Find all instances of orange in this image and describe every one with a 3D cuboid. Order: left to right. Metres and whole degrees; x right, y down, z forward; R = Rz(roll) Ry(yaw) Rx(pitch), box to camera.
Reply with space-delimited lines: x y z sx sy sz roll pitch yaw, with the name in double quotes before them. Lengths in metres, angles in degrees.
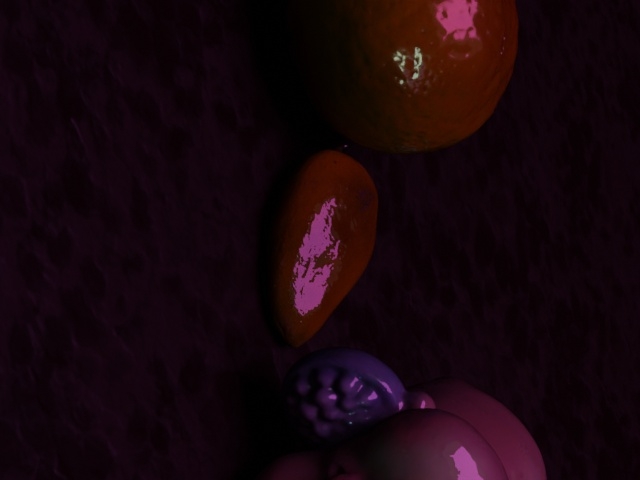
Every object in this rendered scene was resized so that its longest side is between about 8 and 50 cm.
"orange" 0.069 -0.181 1.226 0.219 0.193 0.219 158 -90 -87

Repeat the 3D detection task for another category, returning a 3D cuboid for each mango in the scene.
"mango" 0.000 0.000 1.197 0.101 0.066 0.188 45 54 -38

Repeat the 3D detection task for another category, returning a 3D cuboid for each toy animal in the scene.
"toy animal" 0.065 0.209 1.108 0.221 0.210 0.230 29 39 -50
